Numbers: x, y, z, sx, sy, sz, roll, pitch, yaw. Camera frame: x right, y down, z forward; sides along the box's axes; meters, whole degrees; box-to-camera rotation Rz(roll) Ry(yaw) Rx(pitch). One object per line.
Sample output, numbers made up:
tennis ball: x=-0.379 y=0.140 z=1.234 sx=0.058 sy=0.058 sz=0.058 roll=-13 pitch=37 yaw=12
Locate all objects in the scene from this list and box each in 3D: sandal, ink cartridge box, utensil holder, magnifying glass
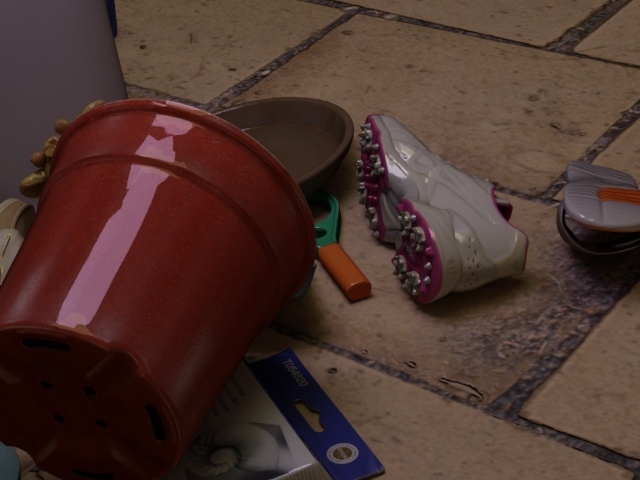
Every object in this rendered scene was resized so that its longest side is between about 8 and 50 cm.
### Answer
sandal: x=0.303 y=-0.024 z=1.642 sx=0.102 sy=0.076 sz=0.265 roll=12 pitch=14 yaw=5
ink cartridge box: x=-0.087 y=0.179 z=1.430 sx=0.224 sy=0.045 sz=0.223 roll=-20 pitch=34 yaw=-18
utensil holder: x=-0.406 y=-0.235 z=1.832 sx=0.327 sy=0.385 sz=0.328 roll=-6 pitch=33 yaw=4
magnifying glass: x=0.000 y=0.000 z=1.707 sx=0.092 sy=0.026 sz=0.231 roll=-18 pitch=34 yaw=-14

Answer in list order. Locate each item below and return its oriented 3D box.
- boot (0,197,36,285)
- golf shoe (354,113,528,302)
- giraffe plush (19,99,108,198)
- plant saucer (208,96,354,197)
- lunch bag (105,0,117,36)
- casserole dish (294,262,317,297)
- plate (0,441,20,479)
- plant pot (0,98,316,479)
boot: x=-0.298 y=0.033 z=1.676 sx=0.165 sy=0.077 sz=0.213 roll=-2 pitch=40 yaw=12
golf shoe: x=0.126 y=-0.040 z=1.682 sx=0.140 sy=0.115 sz=0.306 roll=-5 pitch=38 yaw=-14
giraffe plush: x=-0.220 y=-0.068 z=1.670 sx=0.210 sy=0.170 sz=0.181 roll=16 pitch=80 yaw=41
plant saucer: x=-0.092 y=-0.094 z=1.836 sx=0.277 sy=0.041 sz=0.278 roll=-11 pitch=29 yaw=6
lunch bag: x=-0.334 y=-0.335 z=2.236 sx=0.065 sy=0.098 sz=0.067 roll=11 pitch=32 yaw=24
casserole dish: x=-0.065 y=0.035 z=1.591 sx=0.114 sy=0.037 sz=0.188 roll=3 pitch=4 yaw=-7
plate: x=-0.378 y=0.226 z=1.444 sx=0.188 sy=0.024 sz=0.188 roll=-6 pitch=32 yaw=4
plant pot: x=-0.170 y=0.060 z=1.371 sx=0.272 sy=0.272 sz=0.265 roll=4 pitch=41 yaw=19
